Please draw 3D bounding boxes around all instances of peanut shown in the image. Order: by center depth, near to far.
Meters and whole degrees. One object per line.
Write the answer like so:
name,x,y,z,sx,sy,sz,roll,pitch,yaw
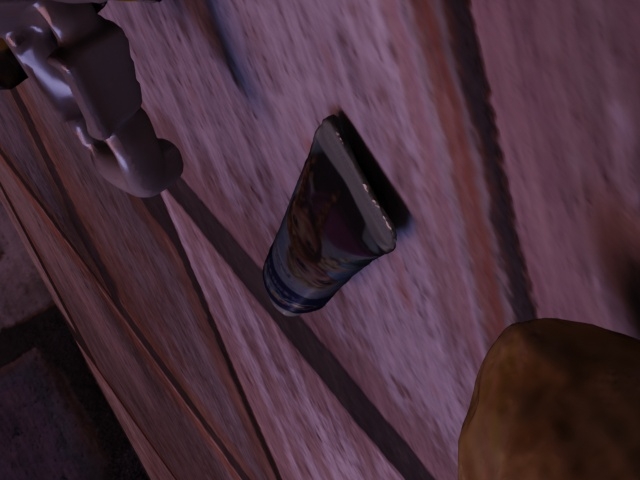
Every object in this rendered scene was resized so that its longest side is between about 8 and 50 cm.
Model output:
peanut,0.115,0.126,0.579,0.103,0.098,0.229,-15,106,50

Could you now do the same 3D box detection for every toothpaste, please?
toothpaste,0.000,0.000,0.883,0.062,0.037,0.216,58,164,7

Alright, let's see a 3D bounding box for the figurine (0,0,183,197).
figurine,-0.162,-0.157,0.888,0.308,0.143,0.308,166,90,-71
